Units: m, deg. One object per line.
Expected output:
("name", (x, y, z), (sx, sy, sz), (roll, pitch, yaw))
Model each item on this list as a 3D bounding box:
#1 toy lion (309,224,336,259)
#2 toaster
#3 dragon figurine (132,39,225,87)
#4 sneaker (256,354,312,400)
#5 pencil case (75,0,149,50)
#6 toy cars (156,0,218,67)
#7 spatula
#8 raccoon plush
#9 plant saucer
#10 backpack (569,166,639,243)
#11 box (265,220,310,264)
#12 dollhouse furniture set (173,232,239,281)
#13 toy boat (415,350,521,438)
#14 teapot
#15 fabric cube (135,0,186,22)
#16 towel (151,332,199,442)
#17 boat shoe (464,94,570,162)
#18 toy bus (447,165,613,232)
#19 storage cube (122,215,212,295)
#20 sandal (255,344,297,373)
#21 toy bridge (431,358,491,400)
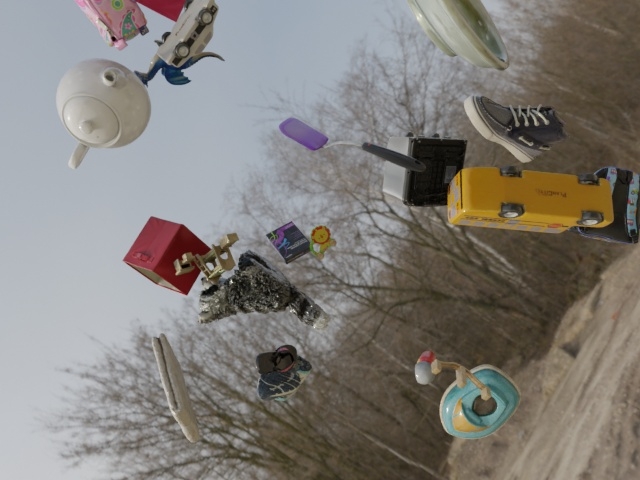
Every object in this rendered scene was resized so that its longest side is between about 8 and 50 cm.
("toy lion", (0.000, 0.000, 1.851), (0.100, 0.096, 0.034), (-47, 12, 6))
("toaster", (0.250, -0.162, 1.280), (0.168, 0.110, 0.185), (-4, -73, -25))
("dragon figurine", (-0.463, -0.553, 1.725), (0.289, 0.085, 0.144), (-6, -54, -32))
("sneaker", (-0.115, 0.457, 1.675), (0.283, 0.110, 0.122), (-7, -57, -66))
("pencil case", (-0.539, -0.602, 1.280), (0.124, 0.124, 0.284), (-51, -54, -27))
("toy cars", (-0.291, -0.593, 1.323), (0.087, 0.176, 0.393), (27, -116, -49))
("spatula", (0.059, -0.179, 1.028), (0.084, 0.296, 0.030), (-49, -28, -52))
("raccoon plush", (-0.228, 0.250, 1.886), (0.299, 0.446, 0.216), (-51, -16, 6))
("plant saucer", (0.294, -0.549, 1.263), (0.100, 0.400, 0.400), (-31, -1, 33))
("backpack", (0.704, -0.089, 1.323), (0.117, 0.158, 0.173), (-45, -33, -86))
("box", (-0.113, 0.006, 1.964), (0.116, 0.162, 0.029), (-29, -40, -15))
("dollhouse furniture set", (-0.364, 0.069, 1.762), (0.161, 0.101, 0.182), (-14, -15, -44))
("toy boat", (0.417, 0.460, 1.617), (0.267, 0.318, 0.148), (-55, -7, 20))
("teapot", (-0.575, -0.327, 1.391), (0.187, 0.252, 0.256), (-85, -15, -48))
("fabric cube", (-0.498, -0.818, 1.495), (0.259, 0.254, 0.258), (10, -60, -51))
("towel", (-0.417, 0.418, 1.542), (0.049, 0.282, 0.187), (-21, -42, -12))
("boat shoe", (0.556, -0.342, 1.504), (0.340, 0.127, 0.158), (18, -35, -39))
("toy bus", (0.465, -0.086, 1.202), (0.130, 0.333, 0.108), (109, 165, -71))
("storage cube", (-0.535, 0.054, 1.902), (0.215, 0.184, 0.193), (49, -119, -48))
("sandal", (-0.097, 0.296, 1.328), (0.179, 0.040, 0.067), (6, -109, -65))
("toy bridge", (0.383, 0.369, 1.459), (0.026, 0.188, 0.063), (-54, 14, 32))
